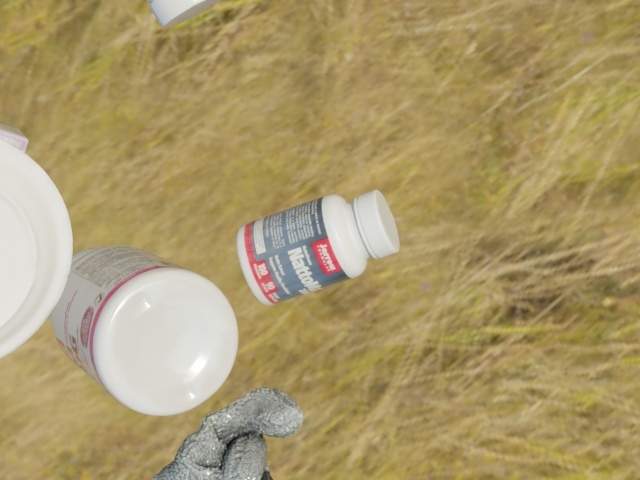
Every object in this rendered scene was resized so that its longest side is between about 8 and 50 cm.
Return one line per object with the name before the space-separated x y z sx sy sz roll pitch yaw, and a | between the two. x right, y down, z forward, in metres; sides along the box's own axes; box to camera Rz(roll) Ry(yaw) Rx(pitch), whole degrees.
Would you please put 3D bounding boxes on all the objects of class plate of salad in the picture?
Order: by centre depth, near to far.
plate of salad | -0.281 0.008 0.888 0.048 0.200 0.199 -134 27 -58

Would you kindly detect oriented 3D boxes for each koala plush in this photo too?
koala plush | -0.065 0.319 1.424 0.221 0.203 0.196 34 126 33

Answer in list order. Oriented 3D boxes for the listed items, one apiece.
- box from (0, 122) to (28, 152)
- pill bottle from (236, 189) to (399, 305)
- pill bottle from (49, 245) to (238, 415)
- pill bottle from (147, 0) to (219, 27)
box | -0.451 -0.124 1.189 0.067 0.324 0.063 37 107 61
pill bottle | -0.001 0.004 1.494 0.180 0.108 0.108 -20 106 15
pill bottle | -0.217 0.092 1.407 0.283 0.160 0.160 16 132 64
pill bottle | -0.219 -0.404 1.607 0.131 0.131 0.229 -21 99 55
